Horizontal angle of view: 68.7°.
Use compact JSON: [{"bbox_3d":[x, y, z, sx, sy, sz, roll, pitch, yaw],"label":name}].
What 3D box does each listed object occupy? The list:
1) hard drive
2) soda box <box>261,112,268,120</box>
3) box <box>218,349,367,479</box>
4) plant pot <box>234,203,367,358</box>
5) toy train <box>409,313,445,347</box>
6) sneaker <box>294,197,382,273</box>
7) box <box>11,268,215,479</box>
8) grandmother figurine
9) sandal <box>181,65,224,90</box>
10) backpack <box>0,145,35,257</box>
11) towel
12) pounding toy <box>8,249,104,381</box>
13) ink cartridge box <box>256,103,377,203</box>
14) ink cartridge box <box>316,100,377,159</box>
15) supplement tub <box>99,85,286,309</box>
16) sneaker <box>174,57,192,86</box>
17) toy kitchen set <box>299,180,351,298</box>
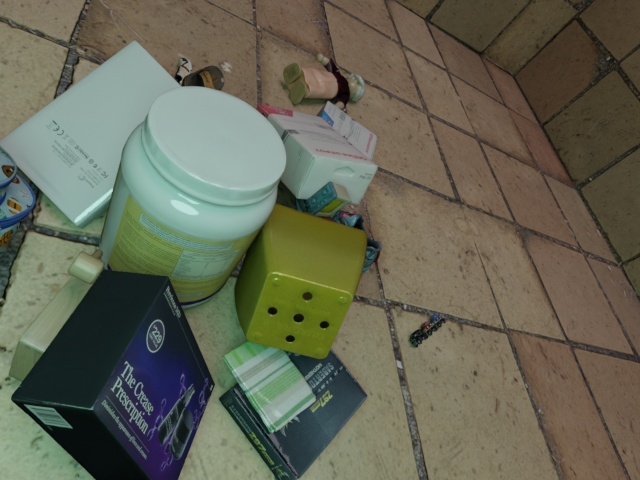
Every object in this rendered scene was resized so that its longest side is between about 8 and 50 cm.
[{"bbox_3d":[-0.387,-0.199,0.856,0.203,0.040,0.307,45,76,0],"label":"hard drive"},{"bbox_3d":[-0.189,-0.226,1.082,0.053,0.169,0.060,63,2,-68],"label":"soda box"},{"bbox_3d":[-0.041,0.287,0.857,0.183,0.059,0.232,52,42,7],"label":"box"},{"bbox_3d":[-0.038,0.084,0.839,0.212,0.212,0.187,17,24,-11],"label":"plant pot"},{"bbox_3d":[0.273,0.225,1.194,0.158,0.027,0.036,-21,62,-46],"label":"toy train"},{"bbox_3d":[0.052,-0.045,1.156,0.262,0.125,0.104,47,40,2],"label":"sneaker"},{"bbox_3d":[-0.241,0.194,0.614,0.103,0.261,0.184,3,44,9],"label":"box"},{"bbox_3d":[0.029,-0.518,1.554,0.342,0.104,0.208,-12,93,-47],"label":"grandmother figurine"},{"bbox_3d":[-0.285,-0.387,1.186,0.219,0.060,0.090,-66,145,-53],"label":"sandal"},{"bbox_3d":[-0.535,-0.063,0.614,0.276,0.213,0.263,45,11,-5],"label":"backpack"},{"bbox_3d":[-0.087,0.238,0.804,0.113,0.023,0.152,-21,67,-49],"label":"towel"},{"bbox_3d":[-0.326,0.099,0.665,0.094,0.206,0.181,33,42,-14],"label":"pounding toy"},{"bbox_3d":[-0.027,-0.216,1.169,0.207,0.117,0.283,1,36,-39],"label":"ink cartridge box"},{"bbox_3d":[0.066,-0.312,1.419,0.190,0.082,0.139,33,43,-15],"label":"ink cartridge box"},{"bbox_3d":[-0.216,-0.057,0.777,0.241,0.331,0.241,19,47,-21],"label":"supplement tub"},{"bbox_3d":[-0.353,-0.431,1.204,0.044,0.040,0.109,0,57,-37],"label":"sneaker"},{"bbox_3d":[0.000,0.000,1.025,0.122,0.166,0.207,4,58,-48],"label":"toy kitchen set"}]
